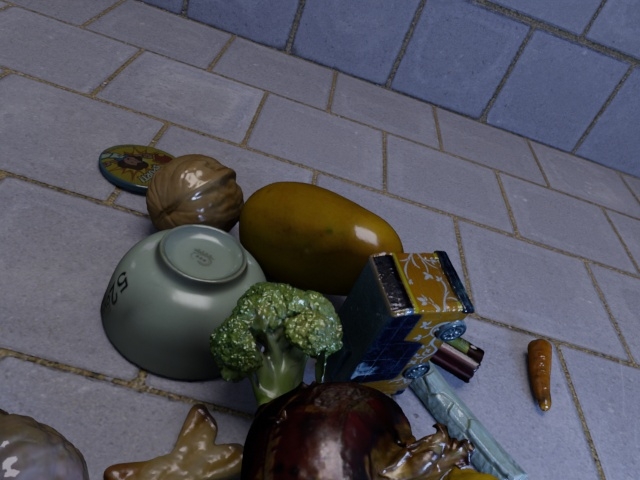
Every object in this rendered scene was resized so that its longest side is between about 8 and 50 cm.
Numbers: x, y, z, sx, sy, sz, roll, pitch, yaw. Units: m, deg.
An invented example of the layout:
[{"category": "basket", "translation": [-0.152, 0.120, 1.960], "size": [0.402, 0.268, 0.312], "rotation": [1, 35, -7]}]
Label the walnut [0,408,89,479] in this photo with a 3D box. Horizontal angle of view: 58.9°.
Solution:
[{"category": "walnut", "translation": [-0.420, 0.336, 0.709], "size": [0.249, 0.248, 0.248], "rotation": [15, 36, -11]}]

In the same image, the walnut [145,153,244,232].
[{"category": "walnut", "translation": [-0.298, -0.102, 1.374], "size": [0.225, 0.224, 0.261], "rotation": [29, 31, 9]}]

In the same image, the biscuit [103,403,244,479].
[{"category": "biscuit", "translation": [-0.219, 0.375, 0.921], "size": [0.164, 0.047, 0.208], "rotation": [36, 37, 20]}]

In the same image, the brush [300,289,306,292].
[{"category": "brush", "translation": [-0.048, 0.135, 1.366], "size": [0.016, 0.013, 0.083], "rotation": [26, 37, 2]}]

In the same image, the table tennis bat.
[{"category": "table tennis bat", "translation": [-0.443, -0.179, 1.545], "size": [0.329, 0.044, 0.215], "rotation": [24, 34, 5]}]

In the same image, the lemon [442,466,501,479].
[{"category": "lemon", "translation": [0.260, 0.487, 0.915], "size": [0.189, 0.188, 0.256], "rotation": [12, 42, -15]}]

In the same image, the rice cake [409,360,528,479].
[{"category": "rice cake", "translation": [0.288, 0.373, 1.192], "size": [0.066, 0.062, 0.336], "rotation": [-2, 39, -45]}]

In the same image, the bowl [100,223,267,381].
[{"category": "bowl", "translation": [-0.255, 0.090, 1.160], "size": [0.354, 0.185, 0.353], "rotation": [15, 36, -11]}]

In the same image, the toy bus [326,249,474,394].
[{"category": "toy bus", "translation": [0.139, 0.176, 1.137], "size": [0.194, 0.323, 0.161], "rotation": [2, 47, -24]}]

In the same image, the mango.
[{"category": "mango", "translation": [0.000, 0.000, 1.284], "size": [0.446, 0.232, 0.300], "rotation": [11, -24, 45]}]

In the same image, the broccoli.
[{"category": "broccoli", "translation": [-0.067, 0.200, 0.998], "size": [0.254, 0.186, 0.302], "rotation": [46, 33, -31]}]

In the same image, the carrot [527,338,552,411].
[{"category": "carrot", "translation": [0.541, 0.335, 1.387], "size": [0.061, 0.061, 0.209], "rotation": [23, 38, 1]}]

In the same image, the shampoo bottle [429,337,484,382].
[{"category": "shampoo bottle", "translation": [0.223, 0.213, 1.343], "size": [0.323, 0.084, 0.129], "rotation": [30, 19, 13]}]

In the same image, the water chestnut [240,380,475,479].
[{"category": "water chestnut", "translation": [0.055, 0.349, 0.801], "size": [0.347, 0.335, 0.335], "rotation": [-17, 27, 23]}]
